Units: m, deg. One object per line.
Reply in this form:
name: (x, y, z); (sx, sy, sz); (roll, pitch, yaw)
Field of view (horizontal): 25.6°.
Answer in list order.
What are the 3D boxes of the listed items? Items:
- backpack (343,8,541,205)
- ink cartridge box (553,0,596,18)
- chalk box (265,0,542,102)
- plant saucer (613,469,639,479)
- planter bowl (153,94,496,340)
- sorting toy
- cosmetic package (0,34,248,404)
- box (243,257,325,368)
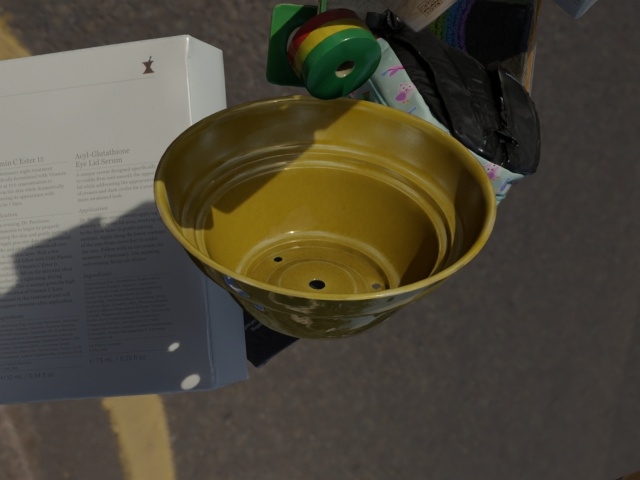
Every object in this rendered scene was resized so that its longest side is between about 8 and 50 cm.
backpack: (0.092, -0.083, 1.092); (0.152, 0.182, 0.115); (17, 122, -28)
ink cartridge box: (0.286, -0.325, 1.329); (0.153, 0.087, 0.208); (-45, 173, -21)
chalk box: (0.088, -0.202, 1.550); (0.179, 0.288, 0.180); (-51, 148, -69)
plant saucer: (0.210, 0.195, 0.883); (0.277, 0.041, 0.278); (-24, -178, 1)
planter bowl: (0.000, 0.000, 0.913); (0.217, 0.217, 0.090); (-30, 141, -37)
sorting toy: (0.066, -0.190, 0.693); (0.274, 0.046, 0.132); (-40, 149, 14)
cosmetic package: (-0.260, -0.006, 1.192); (0.097, 0.377, 0.285); (-3, 88, -75)
box: (-0.053, 0.011, 1.286); (0.156, 0.158, 0.093); (-35, -164, 42)
